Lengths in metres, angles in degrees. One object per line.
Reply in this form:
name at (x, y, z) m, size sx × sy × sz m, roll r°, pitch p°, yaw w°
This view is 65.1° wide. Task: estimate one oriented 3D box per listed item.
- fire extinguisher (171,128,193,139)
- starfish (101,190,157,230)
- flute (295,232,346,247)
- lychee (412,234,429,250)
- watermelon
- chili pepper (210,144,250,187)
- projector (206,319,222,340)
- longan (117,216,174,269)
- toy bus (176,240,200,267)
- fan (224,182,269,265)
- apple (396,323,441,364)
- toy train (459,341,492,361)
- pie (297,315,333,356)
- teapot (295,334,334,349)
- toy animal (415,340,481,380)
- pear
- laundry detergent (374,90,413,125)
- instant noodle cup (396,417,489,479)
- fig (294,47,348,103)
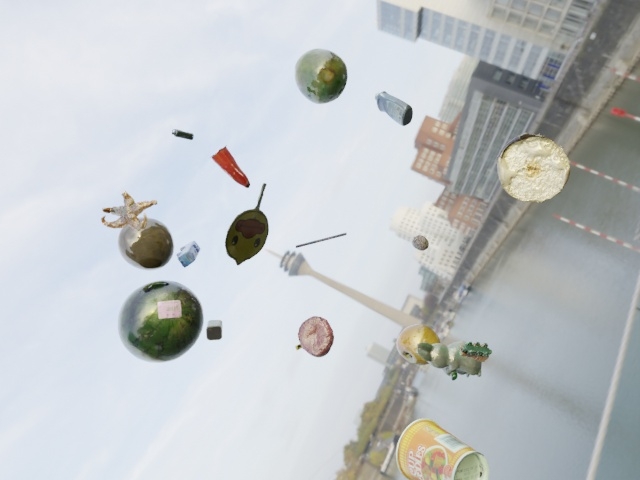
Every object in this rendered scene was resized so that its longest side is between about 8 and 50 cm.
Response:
fire extinguisher at (-0.480, -0.367, 1.727) m, size 0.083 × 0.038 × 0.025 m, roll 2°, pitch -45°, yaw -47°
starfish at (-0.644, -0.097, 1.703) m, size 0.209 × 0.150 × 0.053 m, roll -21°, pitch -5°, yaw 12°
flute at (0.000, 0.000, 2.162) m, size 0.014 × 0.269 × 0.014 m, roll 28°, pitch -124°, yaw -50°
lychee at (0.420, 0.009, 2.103) m, size 0.067 × 0.083 × 0.068 m, roll -17°, pitch -45°, yaw -24°
watermelon at (-0.644, 0.327, 2.023) m, size 0.363 × 0.362 × 0.363 m, roll -57°, pitch -16°, yaw -26°
chili pepper at (-0.311, -0.253, 1.791) m, size 0.064 × 0.169 × 0.088 m, roll -33°, pitch 14°, yaw 28°
projector at (-0.564, 0.477, 2.668) m, size 0.082 × 0.083 × 0.083 m, roll -122°, pitch 32°, yaw -74°
longan at (-0.715, 0.013, 2.069) m, size 0.248 × 0.248 × 0.248 m, roll -57°, pitch -16°, yaw -26°
toy bus at (-0.677, 0.070, 2.582) m, size 0.094 × 0.079 × 0.236 m, roll -26°, pitch 15°, yaw 2°
fan at (-0.262, -0.058, 1.897) m, size 0.229 × 0.011 × 0.335 m, roll 5°, pitch -74°, yaw -56°
apple at (0.425, 0.446, 2.155) m, size 0.155 × 0.182 × 0.183 m, roll -44°, pitch -22°, yaw -24°
toy train at (0.494, 0.358, 1.606) m, size 0.064 × 0.103 × 0.044 m, roll 113°, pitch 162°, yaw -50°
pie at (-0.018, 0.360, 1.891) m, size 0.038 × 0.153 × 0.154 m, roll 27°, pitch -91°, yaw -60°
teapot at (-0.022, 0.423, 2.093) m, size 0.119 × 0.165 × 0.131 m, roll -3°, pitch -106°, yaw -67°
toy animal at (0.443, 0.412, 1.787) m, size 0.127 × 0.251 × 0.126 m, roll -82°, pitch 13°, yaw -51°
pear at (0.806, -0.271, 1.908) m, size 0.178 × 0.266 × 0.267 m, roll -14°, pitch -52°, yaw -65°
laundry detergent at (0.303, -0.573, 2.135) m, size 0.061 × 0.206 × 0.097 m, roll -34°, pitch -34°, yaw -19°
instant noodle cup at (0.308, 0.547, 1.235) m, size 0.169 × 0.168 × 0.185 m, roll -60°, pitch 24°, yaw -15°
fig at (0.004, -0.549, 1.670) m, size 0.181 × 0.180 × 0.191 m, roll -66°, pitch 19°, yaw 9°
